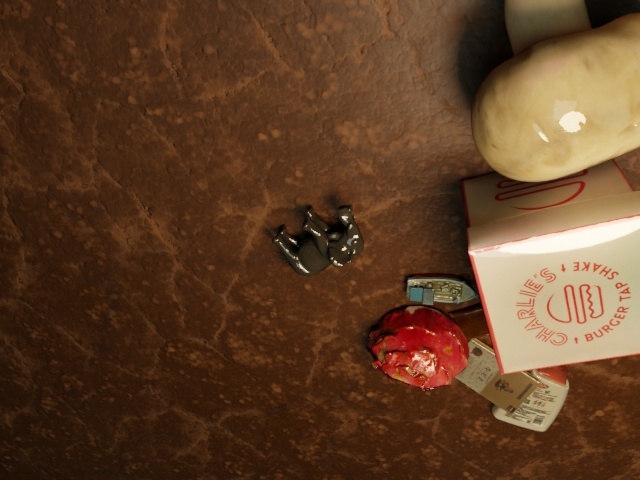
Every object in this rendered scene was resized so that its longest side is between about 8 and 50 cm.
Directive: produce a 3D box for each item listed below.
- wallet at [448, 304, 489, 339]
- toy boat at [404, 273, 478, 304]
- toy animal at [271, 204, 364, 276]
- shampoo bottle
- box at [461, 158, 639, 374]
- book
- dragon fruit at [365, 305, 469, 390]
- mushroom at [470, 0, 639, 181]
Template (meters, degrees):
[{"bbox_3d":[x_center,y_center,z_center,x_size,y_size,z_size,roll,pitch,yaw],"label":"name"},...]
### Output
[{"bbox_3d":[0.416,0.188,1.426,0.176,0.026,0.095,-22,115,24],"label":"wallet"},{"bbox_3d":[0.285,0.119,1.384,0.173,0.059,0.069,3,123,8],"label":"toy boat"},{"bbox_3d":[0.003,-0.004,1.334,0.146,0.114,0.245,48,140,-13],"label":"toy animal"},{"bbox_3d":[0.560,0.366,1.495,0.153,0.071,0.284,17,122,7],"label":"shampoo bottle"},{"bbox_3d":[0.463,0.034,1.152,0.312,0.300,0.314,-13,119,18],"label":"box"},{"bbox_3d":[0.438,0.347,1.494,0.199,0.016,0.138,33,125,10],"label":"book"},{"bbox_3d":[0.231,0.256,1.436,0.262,0.163,0.189,4,94,17],"label":"dragon fruit"},{"bbox_3d":[0.417,-0.254,0.957,0.353,0.325,0.353,9,129,12],"label":"mushroom"}]
